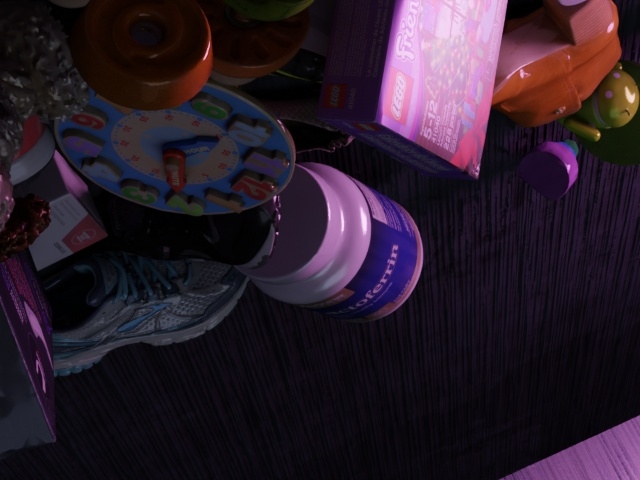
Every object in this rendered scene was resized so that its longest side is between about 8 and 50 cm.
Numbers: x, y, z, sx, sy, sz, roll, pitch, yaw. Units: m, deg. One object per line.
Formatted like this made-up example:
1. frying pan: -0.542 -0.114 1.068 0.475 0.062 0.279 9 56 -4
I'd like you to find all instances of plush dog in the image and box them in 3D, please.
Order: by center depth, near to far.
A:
1. plush dog: -0.296 -0.092 1.265 0.211 0.225 0.262 -29 144 11

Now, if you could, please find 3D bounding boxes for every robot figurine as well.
1. robot figurine: 0.304 -0.158 1.915 0.115 0.101 0.067 5 155 43

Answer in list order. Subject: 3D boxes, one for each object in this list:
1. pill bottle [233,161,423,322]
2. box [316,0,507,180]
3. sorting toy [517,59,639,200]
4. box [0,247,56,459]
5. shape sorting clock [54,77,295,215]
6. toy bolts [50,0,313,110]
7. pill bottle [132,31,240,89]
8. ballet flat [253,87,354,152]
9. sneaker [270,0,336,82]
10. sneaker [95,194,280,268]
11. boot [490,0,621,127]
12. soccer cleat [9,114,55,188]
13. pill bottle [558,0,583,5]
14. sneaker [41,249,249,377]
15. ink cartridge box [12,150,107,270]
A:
1. pill bottle: 0.000 0.000 1.848 0.153 0.153 0.265 -33 160 15
2. box: 0.090 -0.213 1.402 0.057 0.293 0.201 6 172 30
3. sorting toy: 0.382 -0.180 1.991 0.365 0.127 0.126 -41 -179 36
4. box: -0.318 0.066 1.465 0.143 0.270 0.165 -18 113 -3
5. shape sorting clock: -0.123 -0.078 1.450 0.206 0.040 0.206 3 150 2
6. toy bolts: -0.141 -0.176 1.282 0.218 0.228 0.158 -48 172 -31
7. pill bottle: -0.128 -0.140 1.506 0.119 0.119 0.208 -18 155 -17
8. ballet flat: -0.061 -0.105 1.715 0.250 0.058 0.084 -11 151 -31
9. sneaker: 0.063 -0.206 1.528 0.145 0.147 0.385 12 -173 20
10. sneaker: -0.136 -0.019 1.663 0.124 0.107 0.283 -2 174 -25
11. boot: 0.187 -0.158 1.799 0.295 0.104 0.211 -31 155 2
12. soccer cleat: -0.388 -0.070 1.441 0.318 0.108 0.116 -18 126 0
13. pill bottle: 0.212 -0.276 1.565 0.067 0.120 0.067 -22 156 -10
14. sneaker: -0.205 0.058 1.844 0.283 0.110 0.122 -25 152 -4
15. ink cartridge box: -0.319 -0.005 1.651 0.198 0.067 0.115 -26 156 2
